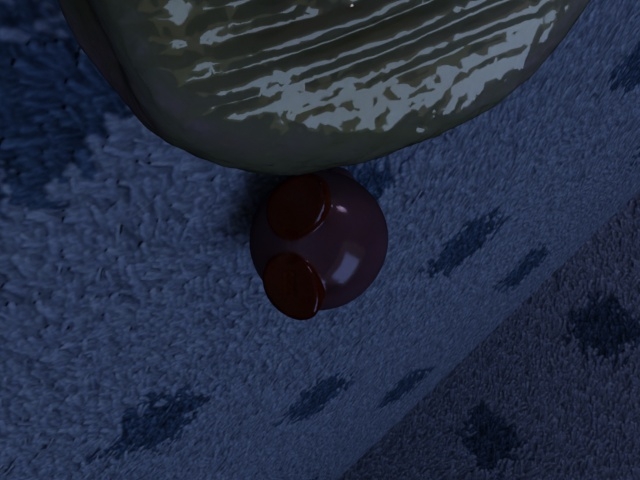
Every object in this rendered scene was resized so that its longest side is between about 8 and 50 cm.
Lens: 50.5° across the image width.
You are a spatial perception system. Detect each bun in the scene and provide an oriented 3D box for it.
[{"bbox_3d":[-0.007,-0.217,0.403,0.360,0.213,0.361,-10,124,-15],"label":"bun"}]

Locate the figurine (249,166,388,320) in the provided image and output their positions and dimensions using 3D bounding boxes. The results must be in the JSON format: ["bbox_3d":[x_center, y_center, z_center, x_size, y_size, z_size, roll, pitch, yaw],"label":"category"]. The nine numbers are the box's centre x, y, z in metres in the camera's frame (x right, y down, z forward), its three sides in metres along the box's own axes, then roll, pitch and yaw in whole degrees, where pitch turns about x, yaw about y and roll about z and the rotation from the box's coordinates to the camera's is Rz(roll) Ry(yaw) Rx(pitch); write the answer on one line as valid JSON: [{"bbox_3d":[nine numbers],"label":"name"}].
[{"bbox_3d":[0.000,0.000,0.810,0.173,0.173,0.173,-31,152,-18],"label":"figurine"}]
